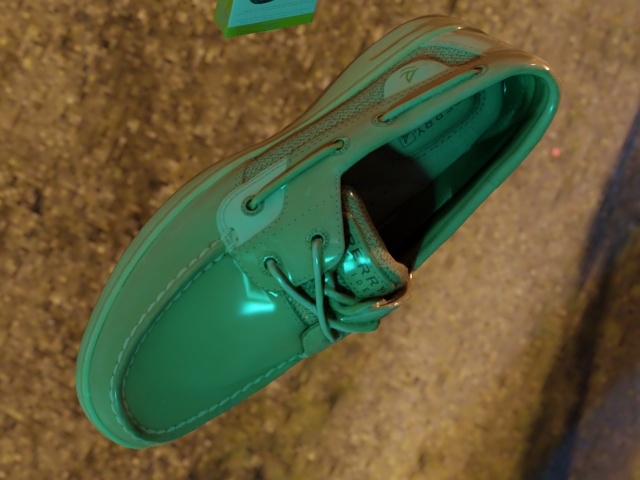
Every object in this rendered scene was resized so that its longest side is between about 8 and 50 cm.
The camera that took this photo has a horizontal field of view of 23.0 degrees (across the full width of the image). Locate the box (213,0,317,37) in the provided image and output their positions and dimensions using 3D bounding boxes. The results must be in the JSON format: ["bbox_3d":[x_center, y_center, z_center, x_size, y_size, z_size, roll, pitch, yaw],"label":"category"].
[{"bbox_3d":[-0.032,-0.222,1.229,0.081,0.028,0.136,-14,143,-27],"label":"box"}]

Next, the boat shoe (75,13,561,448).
[{"bbox_3d":[0.000,0.000,0.825,0.302,0.098,0.109,-42,122,-10],"label":"boat shoe"}]
